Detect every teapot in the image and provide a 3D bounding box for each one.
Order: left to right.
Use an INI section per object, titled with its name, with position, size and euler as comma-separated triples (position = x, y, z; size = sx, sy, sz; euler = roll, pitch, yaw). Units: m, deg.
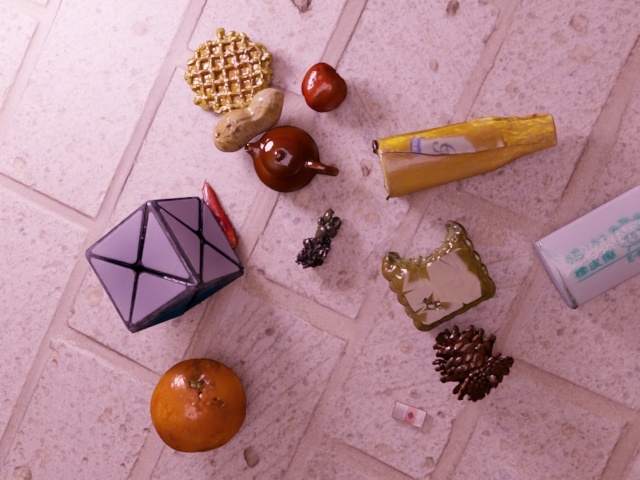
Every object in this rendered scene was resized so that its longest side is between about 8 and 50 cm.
[teapot]
position = -0.076, -0.209, 1.686
size = 0.252, 0.135, 0.178
euler = 16, 96, 11

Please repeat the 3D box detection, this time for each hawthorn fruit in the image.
[hawthorn fruit]
position = 0.006, -0.399, 1.686
size = 0.128, 0.128, 0.128
euler = 0, 89, 10

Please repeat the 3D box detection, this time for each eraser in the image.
[eraser]
position = 0.689, 0.017, 1.561
size = 0.290, 0.104, 0.189
euler = -31, 80, 8

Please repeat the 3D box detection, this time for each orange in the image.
[orange]
position = -0.314, 0.428, 1.668
size = 0.246, 0.246, 0.246
euler = 0, 89, 10

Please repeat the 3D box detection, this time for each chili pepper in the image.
[chili pepper]
position = -0.276, -0.046, 1.762
size = 0.059, 0.050, 0.267
euler = -25, 84, 33

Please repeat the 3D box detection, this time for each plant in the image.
[plant]
position = 0.000, 0.000, 1.699
size = 0.085, 0.087, 0.174
euler = 29, 91, -26

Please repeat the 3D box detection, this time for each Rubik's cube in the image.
[Rubik's cube]
position = -0.393, 0.057, 1.655
size = 0.260, 0.259, 0.254
euler = -35, 85, 23

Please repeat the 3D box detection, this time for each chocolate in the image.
[chocolate]
position = 0.356, -0.234, 1.603
size = 0.446, 0.162, 0.162
euler = -14, 87, 8

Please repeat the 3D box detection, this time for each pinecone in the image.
[pinecone]
position = 0.367, 0.297, 1.589
size = 0.195, 0.150, 0.179
euler = 42, 96, 9

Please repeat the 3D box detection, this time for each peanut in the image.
[peanut]
position = -0.188, -0.317, 1.703
size = 0.229, 0.103, 0.098
euler = -35, 99, 5

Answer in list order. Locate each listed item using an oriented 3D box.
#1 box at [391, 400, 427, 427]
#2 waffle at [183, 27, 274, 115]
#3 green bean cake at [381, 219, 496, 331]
[box]
position = 0.231, 0.454, 1.681
size = 0.083, 0.012, 0.046
euler = 18, 92, 10
[waffle]
position = -0.254, -0.454, 1.759
size = 0.238, 0.059, 0.243
euler = 39, 98, 9
[green bean cake]
position = 0.295, 0.088, 1.619
size = 0.236, 0.124, 0.233
euler = -31, 84, 9
